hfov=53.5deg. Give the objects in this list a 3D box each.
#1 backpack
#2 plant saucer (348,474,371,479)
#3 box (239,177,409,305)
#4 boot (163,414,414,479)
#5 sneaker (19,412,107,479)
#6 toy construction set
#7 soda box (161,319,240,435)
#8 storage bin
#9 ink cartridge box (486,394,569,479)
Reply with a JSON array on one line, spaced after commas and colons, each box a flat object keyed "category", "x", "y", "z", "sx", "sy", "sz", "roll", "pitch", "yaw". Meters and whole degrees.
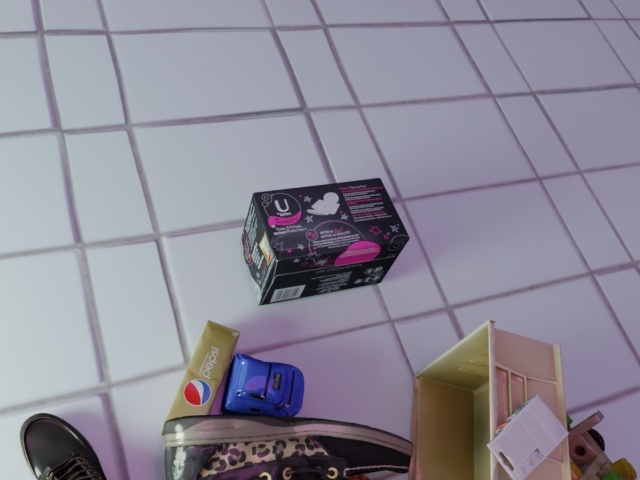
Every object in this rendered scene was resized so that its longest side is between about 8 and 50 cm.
[{"category": "backpack", "x": -0.084, "y": 0.236, "z": 0.991, "sx": 0.120, "sy": 0.101, "sz": 0.098, "roll": 17, "pitch": 63, "yaw": -12}, {"category": "plant saucer", "x": 0.052, "y": 0.405, "z": 0.986, "sx": 0.083, "sy": 0.013, "sz": 0.084, "roll": 8, "pitch": 58, "yaw": -13}, {"category": "box", "x": 0.000, "y": 0.000, "z": 1.119, "sx": 0.247, "sy": 0.163, "sz": 0.142, "roll": -8, "pitch": 60, "yaw": -22}, {"category": "boot", "x": -0.042, "y": 0.394, "z": 0.881, "sx": 0.377, "sy": 0.138, "sz": 0.284, "roll": 12, "pitch": 67, "yaw": -25}, {"category": "sneaker", "x": -0.329, "y": 0.312, "z": 0.852, "sx": 0.083, "sy": 0.118, "sz": 0.222, "roll": -34, "pitch": 76, "yaw": -31}, {"category": "toy construction set", "x": 0.450, "y": 0.364, "z": 0.984, "sx": 0.257, "sy": 0.309, "sz": 0.237, "roll": -10, "pitch": 59, "yaw": -32}, {"category": "soda box", "x": -0.184, "y": 0.220, "z": 0.989, "sx": 0.058, "sy": 0.061, "sz": 0.181, "roll": 21, "pitch": 56, "yaw": -4}, {"category": "storage bin", "x": 0.243, "y": 0.300, "z": 0.962, "sx": 0.123, "sy": 0.262, "sz": 0.260, "roll": 16, "pitch": 57, "yaw": -11}, {"category": "ink cartridge box", "x": 0.261, "y": 0.257, "z": 0.816, "sx": 0.115, "sy": 0.029, "sz": 0.063, "roll": -29, "pitch": 75, "yaw": -31}]
